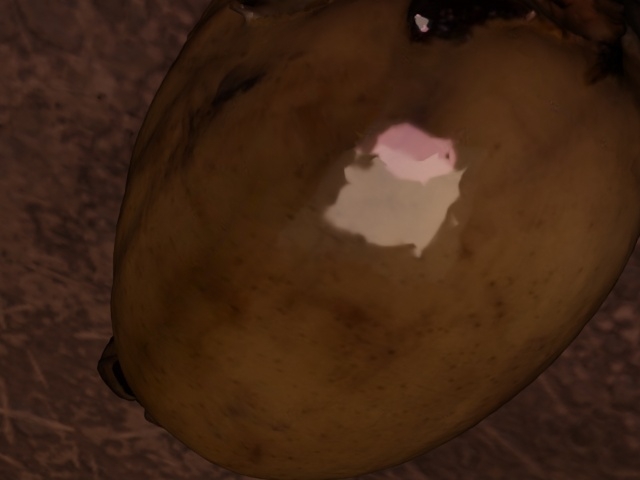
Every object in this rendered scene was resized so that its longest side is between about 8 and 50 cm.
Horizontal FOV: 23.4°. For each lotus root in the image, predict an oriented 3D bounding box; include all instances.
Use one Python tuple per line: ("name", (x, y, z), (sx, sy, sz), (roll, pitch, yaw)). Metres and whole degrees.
("lotus root", (0.000, 0.000, 0.572), (0.182, 0.183, 0.310), (33, 134, -10))
